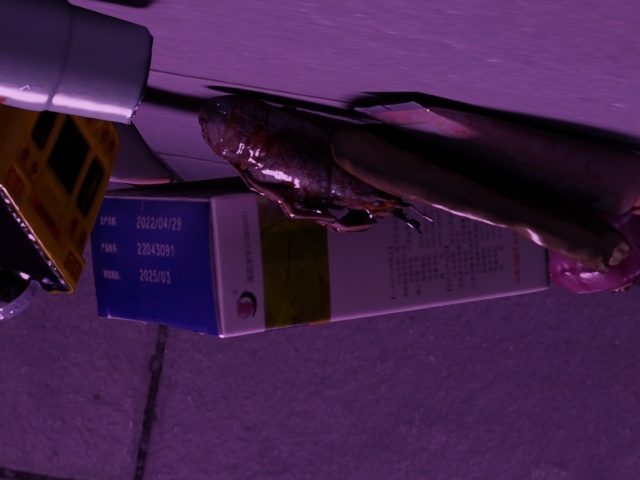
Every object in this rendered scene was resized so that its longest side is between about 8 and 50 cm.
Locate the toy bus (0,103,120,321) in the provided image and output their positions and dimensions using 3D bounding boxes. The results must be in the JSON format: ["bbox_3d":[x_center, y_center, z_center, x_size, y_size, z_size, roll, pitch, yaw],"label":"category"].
[{"bbox_3d":[-0.304,-0.058,1.243,0.331,0.151,0.145,8,152,22],"label":"toy bus"}]

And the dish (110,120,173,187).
[{"bbox_3d":[-0.219,-0.086,1.412,0.229,0.081,0.229,5,180,0],"label":"dish"}]

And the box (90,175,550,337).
[{"bbox_3d":[0.000,0.000,1.501,0.299,0.106,0.200,-8,-173,-32],"label":"box"}]

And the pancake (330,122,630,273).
[{"bbox_3d":[0.105,-0.034,1.268,0.222,0.042,0.236,30,-168,31],"label":"pancake"}]

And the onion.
[{"bbox_3d":[0.231,-0.005,1.613,0.104,0.115,0.115,54,172,-6],"label":"onion"}]

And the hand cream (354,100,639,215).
[{"bbox_3d":[0.124,-0.056,1.208,0.210,0.043,0.067,16,174,-30],"label":"hand cream"}]

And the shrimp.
[{"bbox_3d":[-0.002,-0.047,1.339,0.190,0.074,0.073,21,179,-24],"label":"shrimp"}]

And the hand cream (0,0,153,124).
[{"bbox_3d":[-0.240,-0.117,0.889,0.331,0.058,0.085,14,-163,-18],"label":"hand cream"}]
